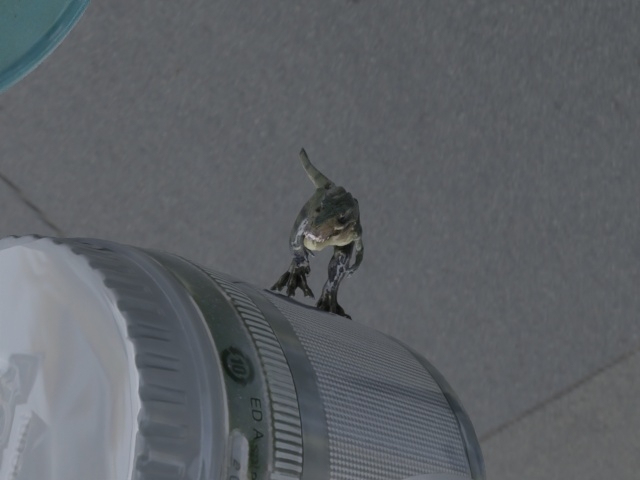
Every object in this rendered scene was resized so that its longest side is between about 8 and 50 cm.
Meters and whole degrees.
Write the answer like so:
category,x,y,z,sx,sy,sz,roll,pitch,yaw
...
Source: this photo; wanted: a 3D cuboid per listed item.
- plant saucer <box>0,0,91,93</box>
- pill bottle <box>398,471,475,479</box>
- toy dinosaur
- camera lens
category,x,y,z,sx,sy,sz,roll,pitch,yaw
plant saucer,-0.230,-0.196,0.834,0.043,0.317,0.318,38,126,27
pill bottle,0.081,0.154,0.360,0.124,0.221,0.124,-12,115,-28
toy dinosaur,0.000,0.000,1.134,0.064,0.268,0.118,8,101,-8
camera lens,-0.063,0.127,0.674,0.219,0.219,0.274,-31,148,26
